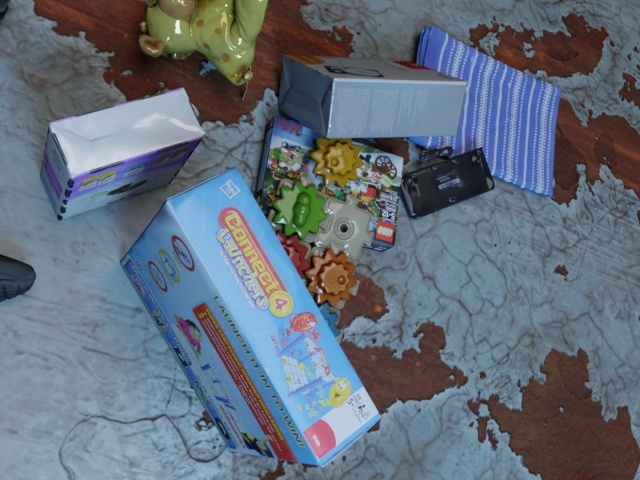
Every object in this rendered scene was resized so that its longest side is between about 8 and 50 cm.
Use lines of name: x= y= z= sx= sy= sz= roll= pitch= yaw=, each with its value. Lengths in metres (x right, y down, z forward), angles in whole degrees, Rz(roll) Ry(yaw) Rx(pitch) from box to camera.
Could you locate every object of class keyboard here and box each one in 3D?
keyboard: x=0.213 y=-0.113 z=1.151 sx=0.180 sy=0.023 sz=0.108 roll=-21 pitch=92 yaw=-20

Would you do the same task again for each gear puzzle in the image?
gear puzzle: x=0.000 y=0.000 z=0.975 sx=0.176 sy=0.044 sz=0.338 roll=21 pitch=82 yaw=-21

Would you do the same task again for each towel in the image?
towel: x=0.313 y=-0.241 z=1.238 sx=0.336 sy=0.040 sz=0.243 roll=18 pitch=70 yaw=-21

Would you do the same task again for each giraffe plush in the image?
giraffe plush: x=-0.176 y=-0.326 z=0.977 sx=0.171 sy=0.181 sz=0.210 roll=10 pitch=107 yaw=-13

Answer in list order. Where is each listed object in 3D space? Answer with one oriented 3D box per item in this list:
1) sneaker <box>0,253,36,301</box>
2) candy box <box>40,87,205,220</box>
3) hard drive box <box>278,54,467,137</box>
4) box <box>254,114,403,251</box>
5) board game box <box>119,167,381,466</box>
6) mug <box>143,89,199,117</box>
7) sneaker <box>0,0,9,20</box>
sneaker: x=-0.472 y=-0.010 z=0.765 sx=0.286 sy=0.109 sz=0.130 roll=20 pitch=63 yaw=-22
candy box: x=-0.256 y=-0.104 z=0.836 sx=0.165 sy=0.196 sz=0.070 roll=-24 pitch=88 yaw=-29
hard drive box: x=0.076 y=-0.226 z=1.033 sx=0.232 sy=0.181 sz=0.089 roll=-6 pitch=117 yaw=-27
box: x=0.016 y=-0.086 z=1.049 sx=0.233 sy=0.044 sz=0.159 roll=14 pitch=71 yaw=-22
board game box: x=-0.105 y=0.107 z=0.793 sx=0.086 sy=0.302 sz=0.308 roll=-30 pitch=91 yaw=-29
mug: x=-0.224 y=-0.174 z=0.959 sx=0.062 sy=0.078 sz=0.064 roll=45 pitch=67 yaw=-45
sneaker: x=-0.479 y=-0.377 z=0.886 sx=0.170 sy=0.051 sz=0.089 roll=38 pitch=59 yaw=-16
